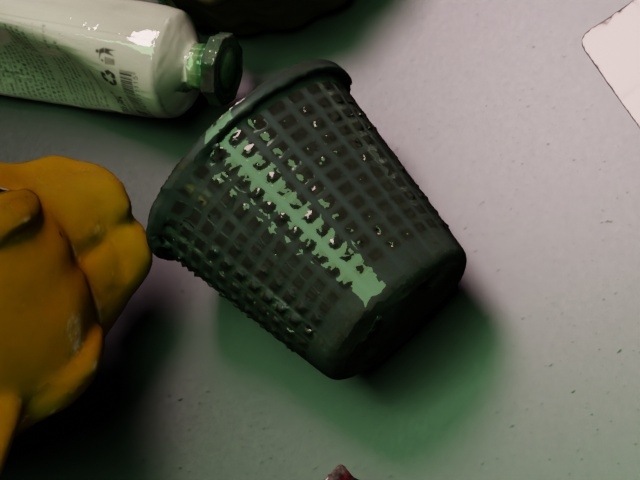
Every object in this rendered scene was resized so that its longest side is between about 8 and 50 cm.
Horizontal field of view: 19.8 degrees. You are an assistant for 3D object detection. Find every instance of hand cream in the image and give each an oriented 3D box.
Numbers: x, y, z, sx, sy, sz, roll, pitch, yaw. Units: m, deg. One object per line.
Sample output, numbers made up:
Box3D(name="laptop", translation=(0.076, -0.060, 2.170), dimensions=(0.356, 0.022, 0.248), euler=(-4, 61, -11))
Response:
Box3D(name="hand cream", translation=(-0.218, -0.144, 1.349), dimensions=(0.336, 0.121, 0.076), euler=(9, 57, 22))

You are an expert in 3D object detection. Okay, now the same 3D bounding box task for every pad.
Box3D(name="pad", translation=(0.263, -0.138, 1.216), dimensions=(0.157, 0.003, 0.112), euler=(-34, 63, 8))

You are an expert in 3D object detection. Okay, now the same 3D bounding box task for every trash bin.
Box3D(name="trash bin", translation=(0.000, 0.000, 1.193), dimensions=(0.175, 0.175, 0.161), euler=(-43, 73, 3))

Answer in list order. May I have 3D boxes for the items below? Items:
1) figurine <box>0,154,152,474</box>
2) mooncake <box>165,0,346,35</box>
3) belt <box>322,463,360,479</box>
Box3D(name="figurine", translation=(-0.336, 0.081, 1.231), dimensions=(0.387, 0.268, 0.401), euler=(-7, 58, 34))
Box3D(name="mooncake", translation=(-0.051, -0.265, 1.319), dimensions=(0.228, 0.124, 0.228), euler=(-7, 71, 20))
Box3D(name="belt", translation=(-0.050, 0.238, 1.175), dimensions=(0.232, 0.071, 0.053), euler=(-45, 69, 5))
